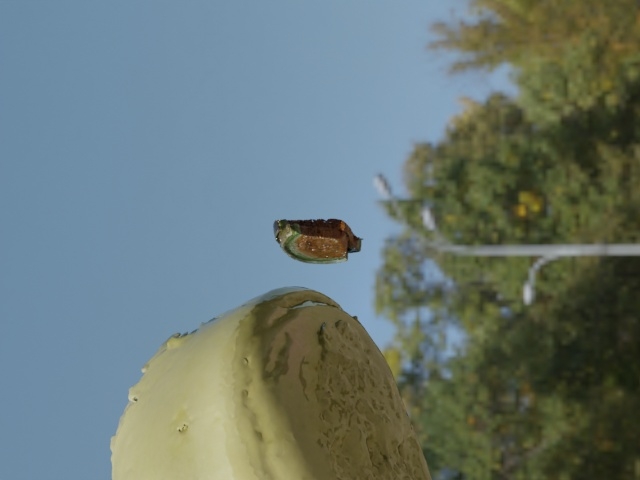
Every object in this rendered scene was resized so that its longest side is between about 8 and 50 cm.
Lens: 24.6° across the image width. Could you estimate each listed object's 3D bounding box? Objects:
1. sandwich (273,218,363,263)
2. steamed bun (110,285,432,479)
[{"bbox_3d":[-0.004,0.000,1.359,0.101,0.069,0.026,41,-135,-68],"label":"sandwich"},{"bbox_3d":[-0.046,0.186,1.029,0.166,0.232,0.272,-7,-105,-53],"label":"steamed bun"}]
